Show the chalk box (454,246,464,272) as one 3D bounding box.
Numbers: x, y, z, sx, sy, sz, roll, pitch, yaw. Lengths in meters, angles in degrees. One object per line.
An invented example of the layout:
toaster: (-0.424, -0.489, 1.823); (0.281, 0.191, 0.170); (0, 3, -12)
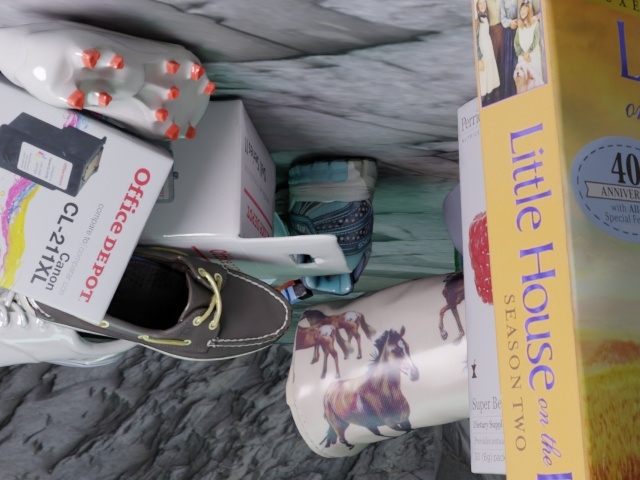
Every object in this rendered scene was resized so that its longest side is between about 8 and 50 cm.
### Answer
chalk box: (0.264, 0.050, 1.375); (0.180, 0.179, 0.289); (2, 170, -13)

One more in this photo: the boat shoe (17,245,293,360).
boat shoe: (-0.118, 0.049, 0.925); (0.227, 0.081, 0.068); (10, 168, -27)

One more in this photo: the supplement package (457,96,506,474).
supplement package: (0.219, 0.025, 0.876); (0.175, 0.293, 0.177); (2, 170, -20)

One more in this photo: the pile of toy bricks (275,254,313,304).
pile of toy bricks: (-0.084, 0.024, 1.345); (0.105, 0.118, 0.212); (-22, 168, 9)

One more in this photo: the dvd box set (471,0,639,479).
dvd box set: (0.227, 0.057, 0.690); (0.307, 0.421, 0.062); (8, 164, -37)

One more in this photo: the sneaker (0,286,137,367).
sneaker: (-0.263, 0.062, 1.039); (0.258, 0.094, 0.091); (4, 153, -46)

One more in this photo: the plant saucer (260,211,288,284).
plant saucer: (-0.124, -0.017, 1.206); (0.194, 0.037, 0.195); (7, 138, 7)

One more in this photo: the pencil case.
pencil case: (0.176, 0.090, 1.130); (0.410, 0.160, 0.183); (-17, -179, 20)

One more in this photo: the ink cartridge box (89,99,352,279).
ink cartridge box: (-0.153, -0.036, 1.019); (0.353, 0.119, 0.207); (0, 170, 5)

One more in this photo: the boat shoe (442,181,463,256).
boat shoe: (0.188, -0.047, 1.122); (0.084, 0.095, 0.258); (-19, 178, -12)

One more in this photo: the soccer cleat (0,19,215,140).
soccer cleat: (-0.137, -0.111, 0.782); (0.076, 0.068, 0.196); (27, -172, 22)

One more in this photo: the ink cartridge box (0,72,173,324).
ink cartridge box: (-0.203, -0.038, 0.796); (0.175, 0.128, 0.072); (24, -177, -17)

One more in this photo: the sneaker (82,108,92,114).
sneaker: (-0.290, -0.066, 0.856); (0.261, 0.104, 0.125); (-7, 149, 5)

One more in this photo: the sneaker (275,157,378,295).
sneaker: (0.000, 0.000, 1.235); (0.110, 0.122, 0.283); (0, 171, -1)
